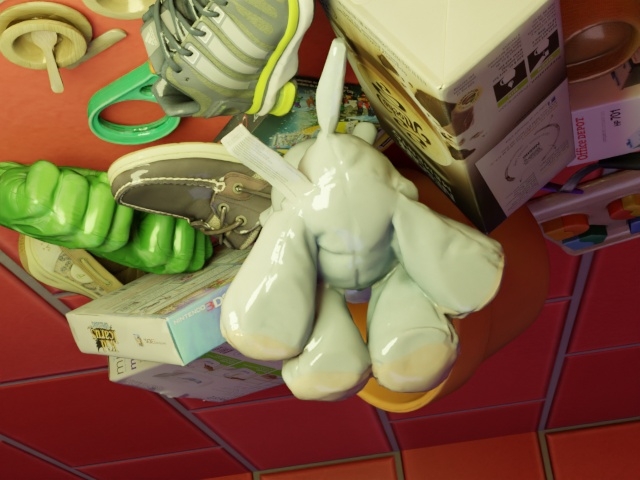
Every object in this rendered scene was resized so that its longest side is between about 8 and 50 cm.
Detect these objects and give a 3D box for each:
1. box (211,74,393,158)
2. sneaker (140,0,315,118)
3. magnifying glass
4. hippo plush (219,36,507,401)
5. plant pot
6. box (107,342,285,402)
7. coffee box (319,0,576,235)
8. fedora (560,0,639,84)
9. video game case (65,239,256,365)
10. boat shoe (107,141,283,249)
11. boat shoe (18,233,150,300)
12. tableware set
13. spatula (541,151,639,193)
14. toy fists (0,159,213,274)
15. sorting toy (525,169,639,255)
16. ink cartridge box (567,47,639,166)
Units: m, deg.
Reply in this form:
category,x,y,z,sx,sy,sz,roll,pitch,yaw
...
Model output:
category,x,y,z,sx,sy,sz,roll,pitch,yaw
box,-0.030,-0.099,1.202,0.159,0.044,0.233,6,155,-27
sneaker,-0.079,-0.177,0.867,0.121,0.111,0.300,-18,156,-13
magnifying glass,-0.159,-0.153,1.054,0.092,0.026,0.231,4,154,-27
hippo plush,0.000,0.000,1.012,0.234,0.294,0.236,-41,-165,-1
plant pot,0.139,0.042,1.333,0.203,0.291,0.291,-12,164,-34
box,-0.154,0.154,1.685,0.231,0.127,0.262,-21,155,32
coffee box,0.112,-0.144,0.929,0.119,0.168,0.297,-41,155,-2
fedora,0.232,-0.196,0.996,0.194,0.079,0.194,-6,159,-2
video game case,-0.124,0.058,1.287,0.269,0.061,0.244,-28,-166,-34
boat shoe,-0.080,-0.036,1.154,0.285,0.092,0.103,6,155,-27
boat shoe,-0.245,0.038,1.395,0.089,0.105,0.285,-19,155,34
tableware set,-0.200,-0.188,0.932,0.194,0.039,0.128,-22,154,33
spatula,0.314,-0.078,1.267,0.084,0.030,0.296,4,173,-24
toy fists,-0.234,-0.025,1.219,0.142,0.096,0.279,16,175,38
sorting toy,0.395,-0.030,1.517,0.193,0.038,0.208,-19,155,27
ink cartridge box,0.335,-0.155,1.130,0.190,0.082,0.139,-14,158,12
